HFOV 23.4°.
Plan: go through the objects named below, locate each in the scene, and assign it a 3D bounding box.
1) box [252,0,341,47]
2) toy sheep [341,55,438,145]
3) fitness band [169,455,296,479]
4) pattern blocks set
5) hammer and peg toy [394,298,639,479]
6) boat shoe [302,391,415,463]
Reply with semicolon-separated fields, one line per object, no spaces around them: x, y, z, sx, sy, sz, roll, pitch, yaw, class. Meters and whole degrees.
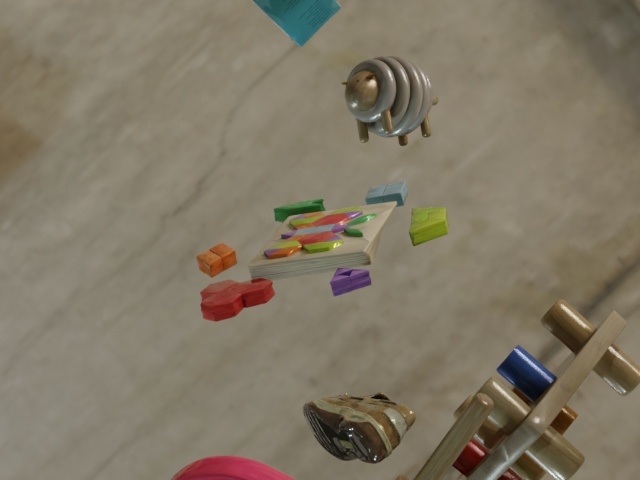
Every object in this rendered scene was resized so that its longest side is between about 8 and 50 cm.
-0.070;-0.273;1.437;0.060;0.100;0.244;-43;155;6;box
0.073;-0.143;1.561;0.091;0.091;0.132;-29;160;36;toy sheep
-0.062;0.368;1.799;0.209;0.290;0.054;-62;180;25;fitness band
0.000;0.000;1.700;0.285;0.026;0.325;-12;-163;3;pattern blocks set
0.183;0.224;1.585;0.361;0.127;0.266;-38;168;-52;hammer and peg toy
0.044;0.186;1.586;0.072;0.068;0.190;-34;-165;-18;boat shoe
